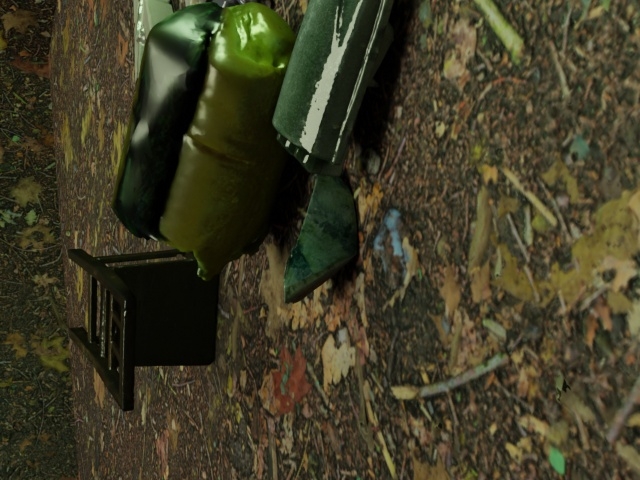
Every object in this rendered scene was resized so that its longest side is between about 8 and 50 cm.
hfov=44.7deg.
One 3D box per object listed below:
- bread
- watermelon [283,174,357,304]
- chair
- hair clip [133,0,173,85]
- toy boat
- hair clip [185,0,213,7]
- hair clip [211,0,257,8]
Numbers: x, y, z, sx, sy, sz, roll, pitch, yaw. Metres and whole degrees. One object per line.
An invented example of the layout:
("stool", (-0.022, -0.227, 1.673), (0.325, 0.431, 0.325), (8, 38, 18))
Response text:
("bread", (-0.144, -0.141, 1.090), (0.208, 0.251, 0.376), (27, 122, 13))
("watermelon", (0.003, -0.003, 0.966), (0.094, 0.081, 0.180), (-156, 85, -79))
("chair", (-0.284, 0.130, 1.376), (0.416, 0.240, 0.203), (20, 108, 59))
("hair clip", (-0.361, -0.460, 1.702), (0.101, 0.085, 0.331), (119, 149, -41))
("toy boat", (0.030, -0.237, 0.892), (0.141, 0.092, 0.319), (48, 125, 55))
("hair clip", (-0.239, -0.361, 1.472), (0.146, 0.075, 0.257), (11, 93, 61))
("hair clip", (-0.135, -0.387, 1.230), (0.137, 0.090, 0.278), (62, 143, 31))
